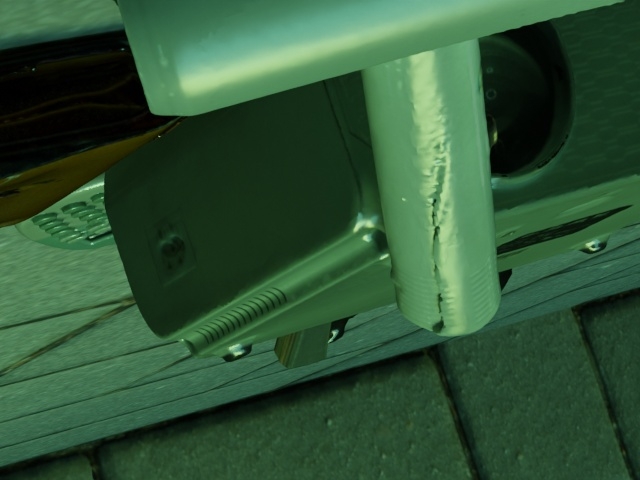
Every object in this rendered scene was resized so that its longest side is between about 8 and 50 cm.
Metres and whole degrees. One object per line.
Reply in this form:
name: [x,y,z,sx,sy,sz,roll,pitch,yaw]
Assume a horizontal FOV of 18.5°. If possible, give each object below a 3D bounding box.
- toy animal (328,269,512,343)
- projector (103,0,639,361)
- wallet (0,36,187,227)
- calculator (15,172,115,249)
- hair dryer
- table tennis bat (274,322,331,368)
toy animal: [0.020,0.003,1.099,0.225,0.094,0.121,-10,167,29]
projector: [0.065,-0.041,0.790,0.250,0.108,0.198,-13,171,-32]
wallet: [-0.156,-0.021,0.683,0.195,0.042,0.161,-16,178,-32]
calculator: [-0.090,-0.019,0.923,0.095,0.021,0.153,-19,172,13]
hair dryer: [0.019,-0.038,0.569,0.131,0.073,0.236,-17,150,-2]
table tennis bat: [0.000,0.000,0.979,0.130,0.019,0.220,-17,149,-19]
